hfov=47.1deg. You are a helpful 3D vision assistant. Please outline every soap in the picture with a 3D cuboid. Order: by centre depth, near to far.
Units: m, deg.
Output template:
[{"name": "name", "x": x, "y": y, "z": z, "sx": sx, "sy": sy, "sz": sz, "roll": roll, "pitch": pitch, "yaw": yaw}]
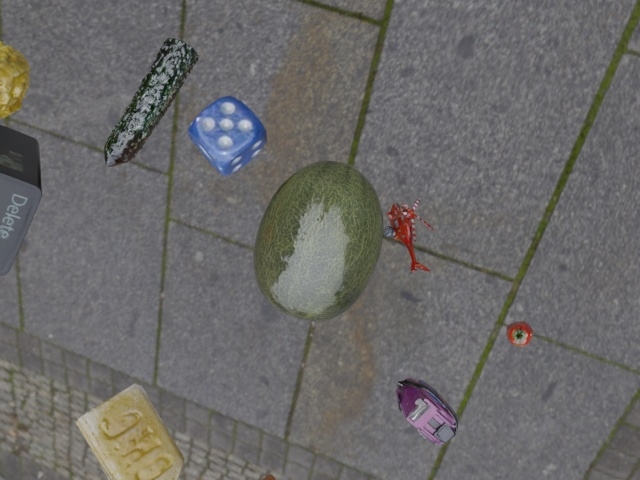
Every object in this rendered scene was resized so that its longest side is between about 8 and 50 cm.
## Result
[{"name": "soap", "x": -0.420, "y": 0.473, "z": 1.668, "sx": 0.258, "sy": 0.160, "sz": 0.080, "roll": 57, "pitch": 151, "yaw": 6}]

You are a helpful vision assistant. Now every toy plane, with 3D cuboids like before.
[{"name": "toy plane", "x": 0.198, "y": -0.006, "z": 1.618, "sx": 0.077, "sy": 0.126, "sz": 0.194, "roll": -47, "pitch": 61, "yaw": 39}]

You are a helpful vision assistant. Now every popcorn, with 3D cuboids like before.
[{"name": "popcorn", "x": -0.659, "y": -0.322, "z": 1.445, "sx": 0.170, "sy": 0.180, "sz": 0.180, "roll": -11, "pitch": 116, "yaw": 31}]

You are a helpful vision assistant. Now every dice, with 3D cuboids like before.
[{"name": "dice", "x": -0.222, "y": -0.248, "z": 1.757, "sx": 0.143, "sy": 0.146, "sz": 0.146, "roll": 47, "pitch": 168, "yaw": 4}]

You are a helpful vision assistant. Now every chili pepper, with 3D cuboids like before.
[{"name": "chili pepper", "x": 0.435, "y": 0.201, "z": 1.600, "sx": 0.059, "sy": 0.191, "sz": 0.050, "roll": -6, "pitch": 89, "yaw": 14}]

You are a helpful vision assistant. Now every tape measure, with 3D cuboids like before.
[{"name": "tape measure", "x": 0.186, "y": 0.303, "z": 1.312, "sx": 0.074, "sy": 0.118, "sz": 0.125, "roll": -44, "pitch": 106, "yaw": 4}]

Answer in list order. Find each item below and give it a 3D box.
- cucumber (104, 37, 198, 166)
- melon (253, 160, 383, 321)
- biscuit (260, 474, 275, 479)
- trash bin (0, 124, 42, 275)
[{"name": "cucumber", "x": -0.431, "y": -0.334, "z": 1.825, "sx": 0.096, "sy": 0.360, "sz": 0.096, "roll": 28, "pitch": 171, "yaw": 5}, {"name": "melon", "x": 0.000, "y": 0.000, "z": 1.384, "sx": 0.237, "sy": 0.237, "sz": 0.302, "roll": 18, "pitch": 87, "yaw": 11}, {"name": "biscuit", "x": -0.092, "y": 0.575, "z": 1.598, "sx": 0.019, "sy": 0.102, "sz": 0.131, "roll": -29, "pitch": 100, "yaw": 21}, {"name": "trash bin", "x": -0.524, "y": -0.076, "z": 1.184, "sx": 0.114, "sy": 0.225, "sz": 0.165, "roll": 21, "pitch": 109, "yaw": -26}]
